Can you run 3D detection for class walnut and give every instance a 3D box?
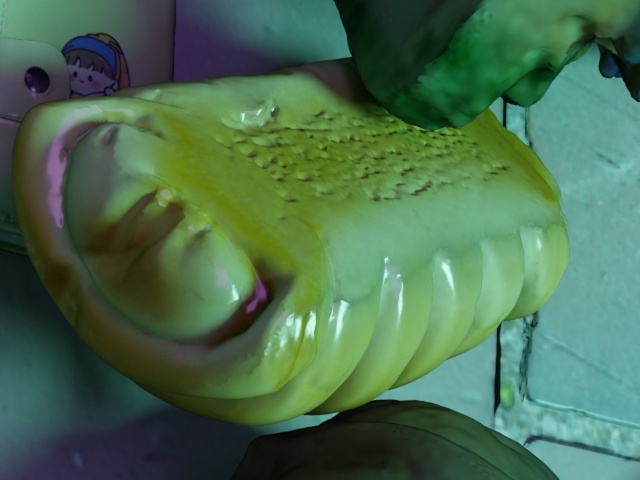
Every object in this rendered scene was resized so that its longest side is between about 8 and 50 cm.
[{"bbox_3d":[0.039,0.177,0.851,0.224,0.224,0.224,11,68,-27],"label":"walnut"}]

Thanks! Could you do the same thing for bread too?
[{"bbox_3d":[0.000,0.000,0.901,0.173,0.121,0.311,46,31,23],"label":"bread"}]

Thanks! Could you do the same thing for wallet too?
[{"bbox_3d":[-0.126,-0.066,0.933,0.110,0.039,0.155,13,67,-30],"label":"wallet"}]

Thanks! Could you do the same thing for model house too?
[{"bbox_3d":[0.179,-0.167,0.979,0.280,0.245,0.312,23,30,-26],"label":"model house"}]
